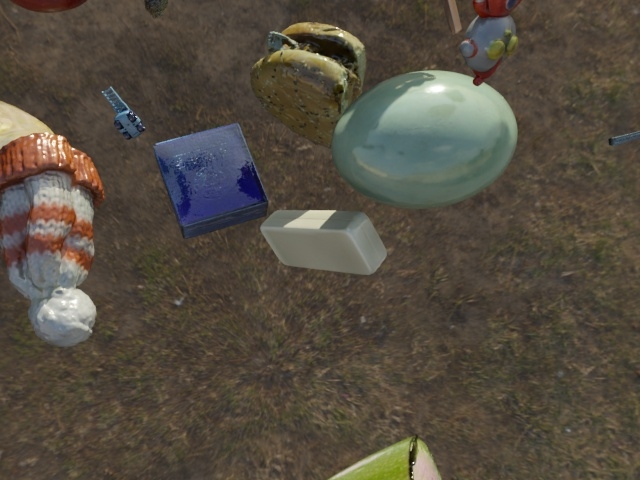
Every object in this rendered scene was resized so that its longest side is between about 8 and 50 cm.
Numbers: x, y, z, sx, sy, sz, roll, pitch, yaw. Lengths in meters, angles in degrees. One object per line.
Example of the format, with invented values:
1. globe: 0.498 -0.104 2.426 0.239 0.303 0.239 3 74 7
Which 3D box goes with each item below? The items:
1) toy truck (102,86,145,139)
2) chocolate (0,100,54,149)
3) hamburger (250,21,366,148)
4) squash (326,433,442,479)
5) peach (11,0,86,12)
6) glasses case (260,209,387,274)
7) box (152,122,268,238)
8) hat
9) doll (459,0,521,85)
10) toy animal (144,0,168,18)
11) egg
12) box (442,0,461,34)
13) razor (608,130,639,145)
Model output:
1. toy truck: -0.520 -0.332 1.614 0.063 0.136 0.074 -28 47 1
2. chocolate: -0.405 -0.107 0.692 0.309 0.134 0.134 22 76 23
3. hamburger: -0.028 -0.395 1.540 0.277 0.318 0.195 25 71 12
4. squash: 0.012 0.184 0.379 0.132 0.105 0.105 -17 79 16
5. peach: -0.496 -0.530 1.093 0.200 0.243 0.243 -8 79 12
6. glasses case: 0.000 0.000 1.395 0.070 0.313 0.131 -48 122 -29
7. box: -0.321 -0.178 1.801 0.262 0.116 0.278 -18 71 -13
8. hat: -0.225 0.007 0.508 0.094 0.112 0.162 8 65 -43
9. doll: 0.281 -0.363 0.986 0.142 0.244 0.076 -20 42 -31
10. toy animal: -0.346 -0.623 1.437 0.086 0.069 0.219 35 98 23
11. egg: 0.212 -0.201 1.245 0.389 0.276 0.275 -11 80 -13
12. box: 0.393 -0.679 1.841 0.048 0.025 0.115 -44 123 -38
13. razor: 0.705 -0.237 1.334 0.190 0.033 0.066 -17 104 -17
